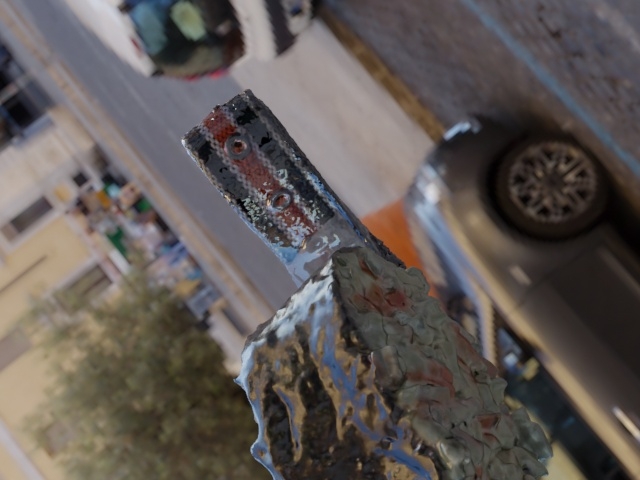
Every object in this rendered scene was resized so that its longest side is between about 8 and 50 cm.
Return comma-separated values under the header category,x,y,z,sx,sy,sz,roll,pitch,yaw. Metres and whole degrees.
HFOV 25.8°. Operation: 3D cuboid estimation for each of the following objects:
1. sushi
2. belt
category,x,y,z,sx,sy,sz,roll,pitch,yaw
sushi,0.034,0.078,0.535,0.090,0.078,0.150,0,-124,-56
belt,0.000,0.000,1.368,0.359,0.094,0.126,49,-168,-34
